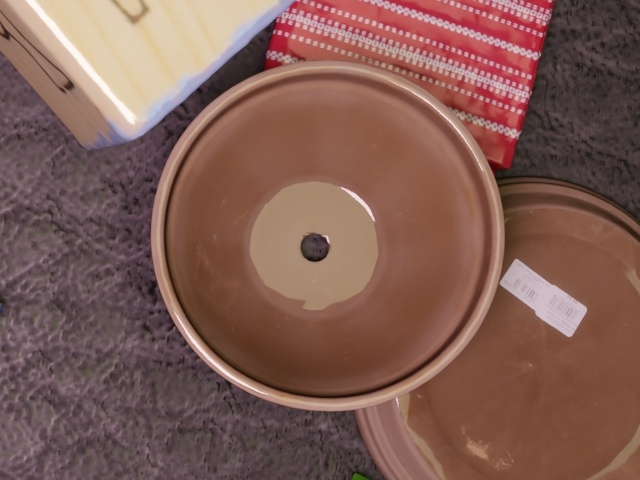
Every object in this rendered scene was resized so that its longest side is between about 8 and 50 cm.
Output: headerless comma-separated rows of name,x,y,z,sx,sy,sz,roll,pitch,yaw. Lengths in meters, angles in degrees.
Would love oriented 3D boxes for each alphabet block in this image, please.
alphabet block,-0.133,-0.194,1.224,0.193,0.192,0.197,-43,102,-13

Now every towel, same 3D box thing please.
towel,0.078,-0.199,1.363,0.199,0.031,0.275,16,85,-13

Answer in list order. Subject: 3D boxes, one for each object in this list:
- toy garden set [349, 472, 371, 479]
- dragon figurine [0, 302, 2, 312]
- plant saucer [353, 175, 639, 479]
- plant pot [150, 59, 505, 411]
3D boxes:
toy garden set,0.105,0.288,1.291,0.244,0.204,0.049,29,117,-5
dragon figurine,-0.348,0.006,1.219,0.289,0.085,0.144,4,89,-17
plant saucer,0.157,0.090,1.384,0.278,0.041,0.278,0,90,-15
plant pot,0.000,0.000,1.293,0.237,0.110,0.237,1,85,-7
